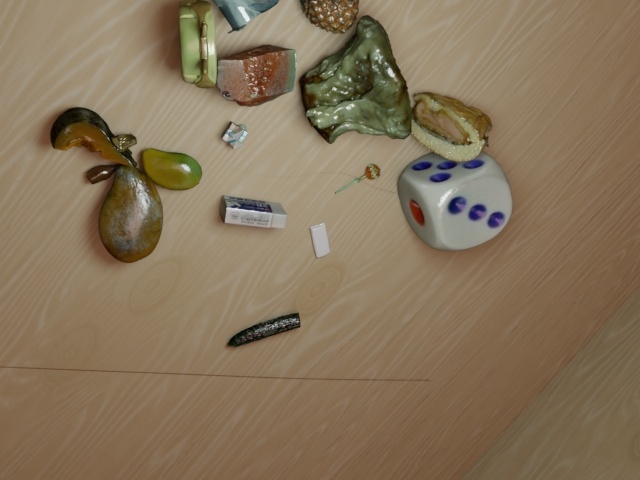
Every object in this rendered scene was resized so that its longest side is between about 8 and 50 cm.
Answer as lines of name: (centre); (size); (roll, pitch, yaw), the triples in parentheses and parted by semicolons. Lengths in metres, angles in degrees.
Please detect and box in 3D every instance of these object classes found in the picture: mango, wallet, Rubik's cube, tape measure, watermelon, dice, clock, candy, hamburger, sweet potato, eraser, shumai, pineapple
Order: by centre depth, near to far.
clock: (-0.341, -0.541, 1.516); (0.096, 0.308, 0.235); (-3, 112, -14)
tape measure: (-0.223, -0.761, 1.533); (0.275, 0.147, 0.256); (-49, 126, -19)
watermelon: (-0.201, -0.484, 1.626); (0.256, 0.139, 0.193); (-20, 126, -53)
pineapple: (0.018, -0.721, 1.654); (0.193, 0.166, 0.166); (13, 107, -24)
sweet potato: (-0.669, -0.214, 1.694); (0.117, 0.049, 0.049); (-28, 118, -10)
shumai: (0.099, -0.467, 1.720); (0.323, 0.324, 0.397); (-18, 124, 9)
mango: (-0.596, -0.082, 1.723); (0.192, 0.146, 0.316); (2, 104, -18)
mango: (-0.474, -0.223, 1.741); (0.191, 0.085, 0.122); (11, 120, -11)
Rubik's cube: (-0.272, -0.336, 1.760); (0.073, 0.084, 0.075); (30, 116, -23)
eraser: (-0.228, -0.095, 1.851); (0.210, 0.124, 0.068); (6, 111, -20)
hamburger: (0.472, -0.384, 1.889); (0.209, 0.330, 0.162); (-8, 128, -40)
dice: (0.477, -0.154, 1.964); (0.304, 0.304, 0.277); (-23, 117, -9)
candy: (0.133, -0.217, 1.977); (0.184, 0.049, 0.056); (-29, 89, 2)
wallet: (0.000, 0.000, 2.027); (0.061, 0.025, 0.122); (-20, 117, -17)

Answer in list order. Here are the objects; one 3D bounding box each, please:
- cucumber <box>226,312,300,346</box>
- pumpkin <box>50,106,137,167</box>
cucumber: (-0.216, 0.342, 2.076); (0.293, 0.067, 0.068); (-16, 116, -10)
pumpkin: (-0.657, -0.312, 1.612); (0.248, 0.131, 0.126); (11, 108, -25)
